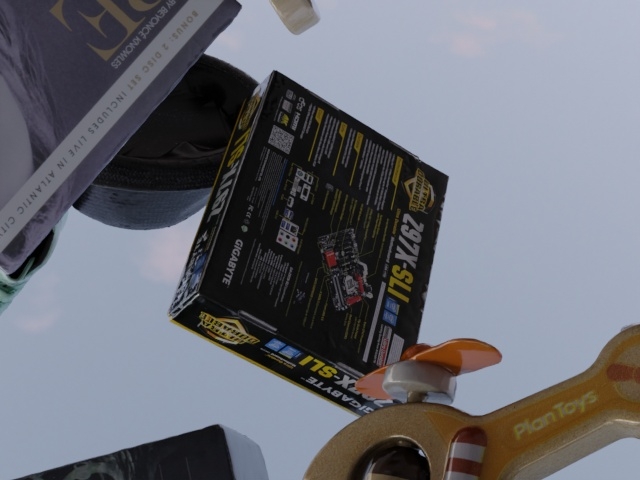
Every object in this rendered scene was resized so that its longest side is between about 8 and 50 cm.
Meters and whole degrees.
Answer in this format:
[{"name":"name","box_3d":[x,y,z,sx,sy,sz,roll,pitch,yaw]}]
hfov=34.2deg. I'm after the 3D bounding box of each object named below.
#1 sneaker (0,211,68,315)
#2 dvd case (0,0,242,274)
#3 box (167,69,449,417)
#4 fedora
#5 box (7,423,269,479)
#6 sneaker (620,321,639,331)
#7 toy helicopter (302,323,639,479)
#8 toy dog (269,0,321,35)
[{"name":"sneaker","box_3d":[-0.413,0.044,1.291,0.256,0.094,0.151,-52,-164,5]},{"name":"dvd case","box_3d":[-0.165,-0.118,0.444,0.164,0.221,0.018,-51,-163,-13]},{"name":"box","box_3d":[0.000,0.000,1.143,0.257,0.079,0.322,30,-129,-20]},{"name":"fedora","box_3d":[-0.216,-0.116,1.326,0.333,0.153,0.334,9,-139,-8]},{"name":"box","box_3d":[-0.253,0.494,1.106,0.471,0.297,0.480,-16,-106,1]},{"name":"sneaker","box_3d":[0.469,0.223,1.347,0.210,0.137,0.366,18,-155,17]},{"name":"toy helicopter","box_3d":[0.129,0.155,0.808,0.355,0.140,0.235,-31,-137,21]},{"name":"toy dog","box_3d":[-0.032,-0.397,1.158,0.220,0.334,0.161,-10,-174,6]}]
